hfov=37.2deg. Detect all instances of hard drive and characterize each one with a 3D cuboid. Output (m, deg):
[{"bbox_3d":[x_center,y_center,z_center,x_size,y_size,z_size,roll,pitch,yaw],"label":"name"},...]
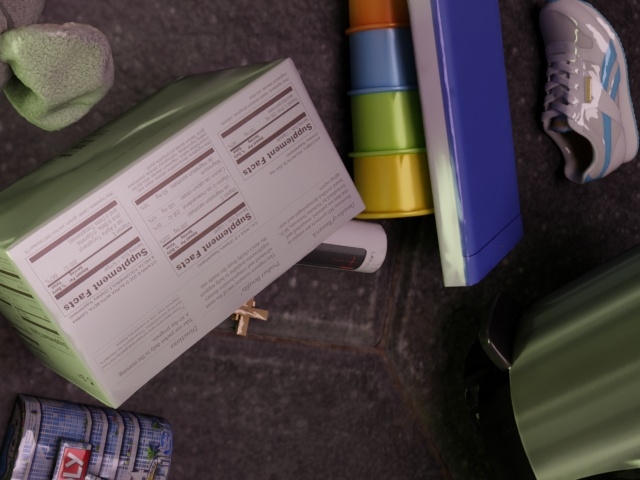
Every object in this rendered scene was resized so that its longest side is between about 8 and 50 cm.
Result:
[{"bbox_3d":[0.158,-0.134,1.008,0.210,0.040,0.319,-30,114,-61],"label":"hard drive"}]

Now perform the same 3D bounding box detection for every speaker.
[{"bbox_3d":[0.000,0.000,0.966,0.136,0.055,0.055,8,90,-34],"label":"speaker"}]

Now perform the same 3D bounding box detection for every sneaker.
[{"bbox_3d":[0.308,-0.178,1.132,0.092,0.087,0.229,-32,109,-25],"label":"sneaker"}]

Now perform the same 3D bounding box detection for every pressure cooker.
[{"bbox_3d":[0.383,0.195,1.032,0.375,0.420,0.370,3,61,-43],"label":"pressure cooker"}]

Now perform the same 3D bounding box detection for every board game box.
[{"bbox_3d":[-0.237,0.241,0.832,0.194,0.060,0.194,17,86,-34],"label":"board game box"}]

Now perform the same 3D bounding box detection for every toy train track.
[{"bbox_3d":[-0.073,0.053,0.949,0.048,0.014,0.083,15,81,-26],"label":"toy train track"}]

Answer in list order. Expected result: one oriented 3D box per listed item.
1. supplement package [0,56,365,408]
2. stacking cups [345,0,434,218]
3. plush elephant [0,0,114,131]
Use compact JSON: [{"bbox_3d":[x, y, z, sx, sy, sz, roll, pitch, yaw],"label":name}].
[{"bbox_3d":[-0.138,-0.017,0.783,0.262,0.204,0.145,-38,113,-24],"label":"supplement package"},{"bbox_3d":[0.068,-0.182,0.966,0.096,0.096,0.316,-9,100,-32],"label":"stacking cups"},{"bbox_3d":[-0.290,-0.165,0.638,0.272,0.255,0.330,-15,103,-31],"label":"plush elephant"}]
